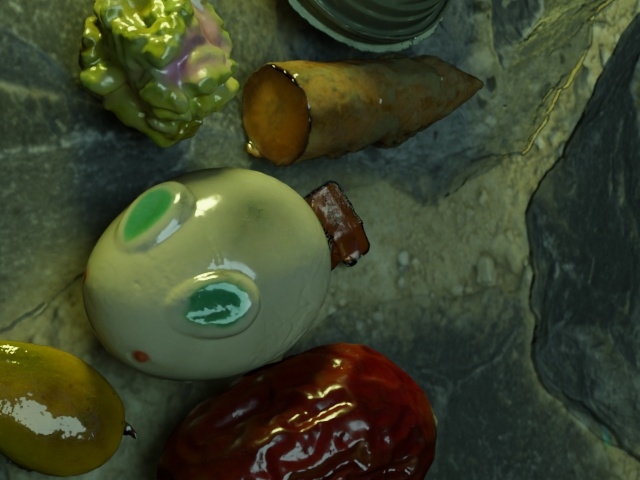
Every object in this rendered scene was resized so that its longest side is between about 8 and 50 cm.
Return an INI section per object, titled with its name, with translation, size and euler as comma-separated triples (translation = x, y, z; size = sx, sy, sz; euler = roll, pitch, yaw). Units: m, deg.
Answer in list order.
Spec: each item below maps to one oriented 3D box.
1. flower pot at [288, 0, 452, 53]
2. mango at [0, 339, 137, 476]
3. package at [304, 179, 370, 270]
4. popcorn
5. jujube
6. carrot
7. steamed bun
[flower pot]
translation = 0.067, -0.299, 1.771
size = 0.235, 0.140, 0.235
euler = 14, 67, -35
[mango]
translation = -0.234, 0.134, 1.588
size = 0.187, 0.066, 0.101
euler = 27, 70, -22
[package]
translation = -0.001, 0.000, 1.785
size = 0.077, 0.033, 0.111
euler = 47, 45, 3
[popcorn]
translation = -0.136, -0.159, 1.647
size = 0.145, 0.126, 0.126
euler = 46, 42, 8
[jujube]
translation = -0.017, 0.186, 1.672
size = 0.250, 0.174, 0.174
euler = -18, 97, -30
[carrot]
translation = 0.052, -0.131, 1.798
size = 0.263, 0.102, 0.101
euler = -13, 93, -37
[steamed bun]
translation = -0.090, 0.021, 1.633
size = 0.228, 0.130, 0.177
euler = -21, 70, -35
